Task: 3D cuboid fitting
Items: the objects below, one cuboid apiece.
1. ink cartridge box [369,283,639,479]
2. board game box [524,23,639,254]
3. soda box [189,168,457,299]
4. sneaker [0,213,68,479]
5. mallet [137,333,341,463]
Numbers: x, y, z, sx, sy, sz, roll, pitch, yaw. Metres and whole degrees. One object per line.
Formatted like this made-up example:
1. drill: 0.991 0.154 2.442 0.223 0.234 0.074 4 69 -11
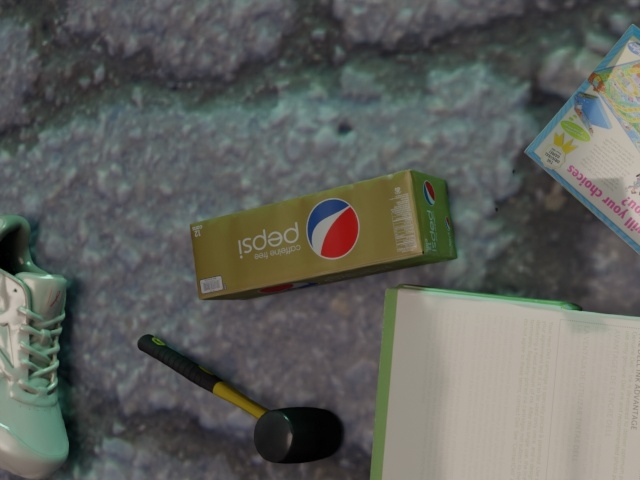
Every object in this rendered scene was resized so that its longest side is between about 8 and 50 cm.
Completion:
1. ink cartridge box: 0.147 0.123 0.639 0.235 0.056 0.171 5 90 26
2. board game box: 0.215 -0.043 0.626 0.154 0.026 0.103 47 109 23
3. soda box: 0.000 0.000 0.724 0.181 0.061 0.058 -12 81 29
4. sneaker: -0.251 0.079 0.848 0.115 0.090 0.232 -32 73 20
5. mallet: -0.075 0.112 0.759 0.189 0.062 0.039 23 97 29
